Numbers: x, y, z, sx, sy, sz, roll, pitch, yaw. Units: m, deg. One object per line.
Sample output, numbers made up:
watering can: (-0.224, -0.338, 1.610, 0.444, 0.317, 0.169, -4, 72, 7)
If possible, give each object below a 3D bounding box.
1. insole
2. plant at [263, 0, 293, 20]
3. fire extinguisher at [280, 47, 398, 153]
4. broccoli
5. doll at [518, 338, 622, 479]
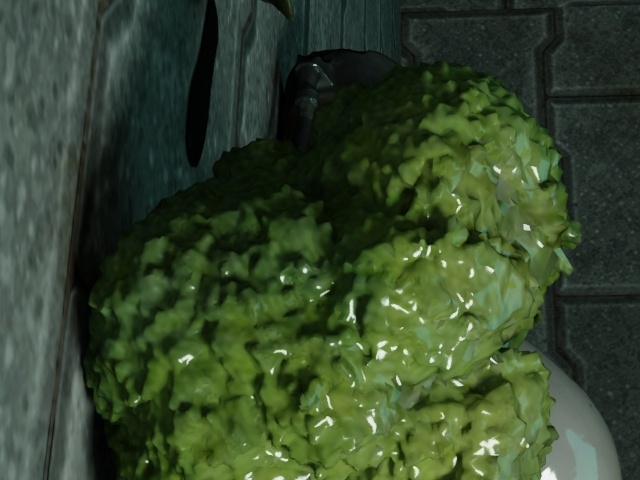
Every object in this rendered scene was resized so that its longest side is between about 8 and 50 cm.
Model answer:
insole: (-0.070, -0.096, 0.851, 0.045, 0.002, 0.135, 84, 8, -49)
plant: (0.012, -0.299, 0.833, 0.261, 0.297, 0.306, 52, 40, -24)
fire extinguisher: (-0.006, 0.005, 1.098, 0.200, 0.113, 0.376, 28, 46, -32)
broccoli: (0.023, 0.094, 0.622, 0.254, 0.186, 0.302, -37, 125, -27)
doll: (0.056, 0.155, 0.893, 0.221, 0.251, 0.221, -52, 162, -24)
